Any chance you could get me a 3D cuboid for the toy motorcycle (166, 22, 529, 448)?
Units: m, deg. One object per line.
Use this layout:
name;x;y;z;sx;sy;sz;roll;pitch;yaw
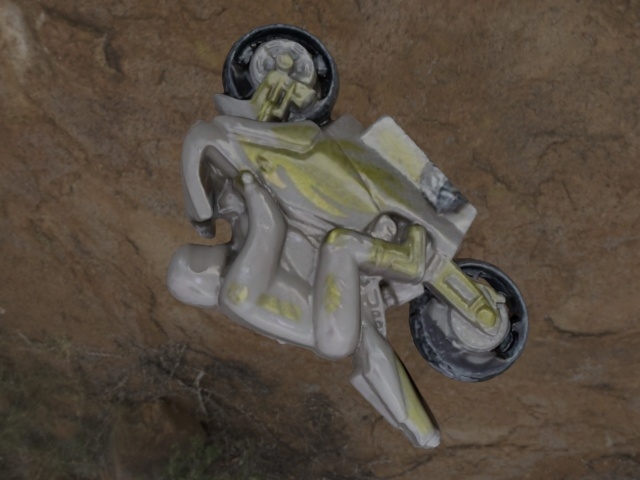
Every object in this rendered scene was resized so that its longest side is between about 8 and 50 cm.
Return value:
toy motorcycle;0.000;0.000;0.429;0.340;0.223;0.108;50;165;4
